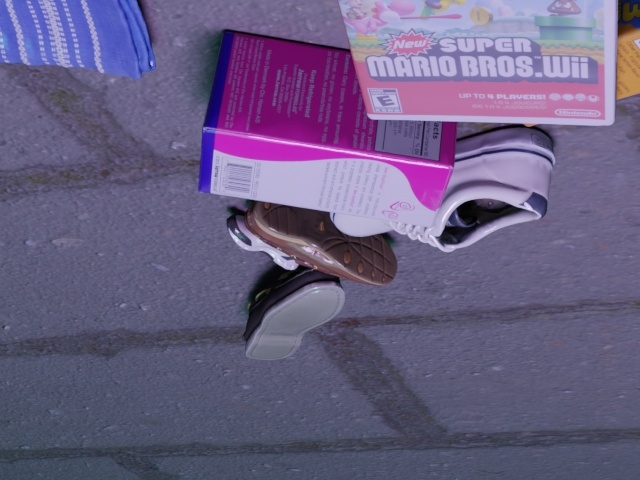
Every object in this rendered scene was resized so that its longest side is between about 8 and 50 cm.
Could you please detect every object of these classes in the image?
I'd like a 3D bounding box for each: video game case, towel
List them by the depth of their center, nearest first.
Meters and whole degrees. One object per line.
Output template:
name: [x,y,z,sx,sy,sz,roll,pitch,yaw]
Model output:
video game case: [0.115,-0.171,1.054,0.204,0.025,0.285,3,152,13]
towel: [-0.321,-0.224,1.221,0.336,0.040,0.243,4,151,8]

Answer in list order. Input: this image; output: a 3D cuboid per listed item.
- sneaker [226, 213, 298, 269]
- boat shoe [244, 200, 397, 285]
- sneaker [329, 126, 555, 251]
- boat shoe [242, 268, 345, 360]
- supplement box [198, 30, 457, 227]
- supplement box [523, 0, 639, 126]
sneaker: [-0.055,-0.007,1.567,0.109,0.040,0.044,25,131,-35]
boat shoe: [0.000,0.000,1.536,0.178,0.064,0.060,26,153,-18]
sneaker: [0.109,-0.036,1.402,0.258,0.091,0.094,-18,142,39]
boat shoe: [-0.037,0.073,1.665,0.081,0.068,0.228,6,154,-22]
supplement box: [0.009,-0.098,1.294,0.220,0.114,0.111,10,151,-2]
supplement box: [0.248,-0.167,1.143,0.233,0.078,0.080,-14,142,34]
